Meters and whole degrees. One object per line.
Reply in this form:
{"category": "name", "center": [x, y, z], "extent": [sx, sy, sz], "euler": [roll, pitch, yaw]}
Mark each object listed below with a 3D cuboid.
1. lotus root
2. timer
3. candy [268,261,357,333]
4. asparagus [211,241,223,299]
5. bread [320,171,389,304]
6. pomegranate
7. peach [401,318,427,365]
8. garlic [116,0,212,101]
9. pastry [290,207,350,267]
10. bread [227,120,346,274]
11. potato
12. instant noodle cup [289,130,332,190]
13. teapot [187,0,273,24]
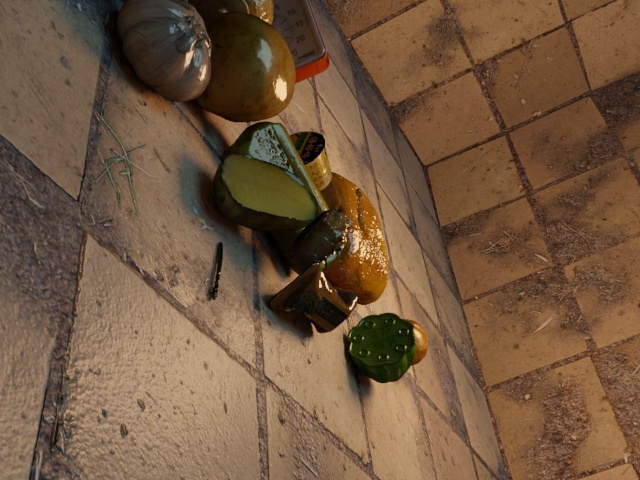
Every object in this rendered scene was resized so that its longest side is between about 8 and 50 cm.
{"category": "lotus root", "center": [0.167, 0.307, 2.055], "extent": [0.186, 0.186, 0.186], "euler": [56, 20, -32]}
{"category": "timer", "center": [-0.126, -0.534, 2.080], "extent": [0.161, 0.257, 0.250], "euler": [-12, 81, -80]}
{"category": "candy", "center": [-0.015, 0.131, 1.747], "extent": [0.101, 0.143, 0.271], "euler": [48, 3, 28]}
{"category": "asparagus", "center": [-0.194, 0.056, 1.495], "extent": [0.166, 0.016, 0.013], "euler": [-94, 169, -52]}
{"category": "bread", "center": [0.088, -0.003, 2.201], "extent": [0.337, 0.148, 0.328], "euler": [44, 28, -51]}
{"category": "pomegranate", "center": [-0.174, -0.378, 1.740], "extent": [0.260, 0.260, 0.260], "euler": [56, 20, -32]}
{"category": "peach", "center": [0.255, 0.301, 2.344], "extent": [0.138, 0.138, 0.138], "euler": [56, 20, -32]}
{"category": "garlic", "center": [-0.294, -0.383, 1.537], "extent": [0.228, 0.152, 0.228], "euler": [56, 13, -20]}
{"category": "pastry", "center": [-0.003, -0.005, 1.736], "extent": [0.081, 0.153, 0.153], "euler": [35, 25, -11]}
{"category": "bread", "center": [-0.083, -0.093, 1.846], "extent": [0.166, 0.112, 0.383], "euler": [-41, 109, -32]}
{"category": "potato", "center": [-0.132, -0.081, 1.672], "extent": [0.272, 0.111, 0.160], "euler": [9, 46, -45]}
{"category": "instant noodle cup", "center": [-0.041, -0.200, 2.098], "extent": [0.151, 0.151, 0.122], "euler": [-94, 164, -48]}
{"category": "teapot", "center": [-0.215, -0.533, 1.881], "extent": [0.167, 0.203, 0.311], "euler": [-76, 144, -66]}
